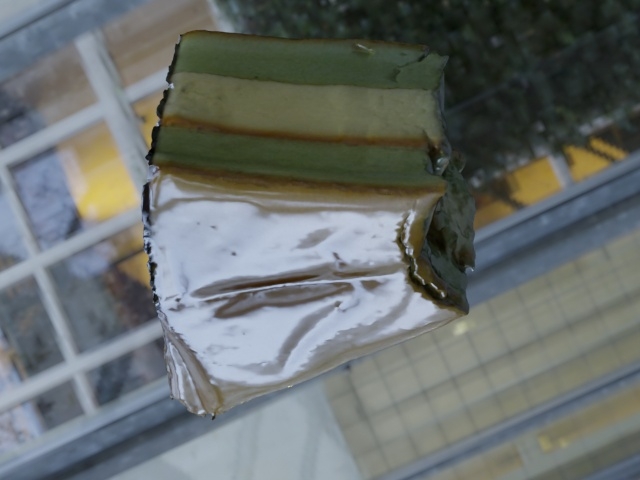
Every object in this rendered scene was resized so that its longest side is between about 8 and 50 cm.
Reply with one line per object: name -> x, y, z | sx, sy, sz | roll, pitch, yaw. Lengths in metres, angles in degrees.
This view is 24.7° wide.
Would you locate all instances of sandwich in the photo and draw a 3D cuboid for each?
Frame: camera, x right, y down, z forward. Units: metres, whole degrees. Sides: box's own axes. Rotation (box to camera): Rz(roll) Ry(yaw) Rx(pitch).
sandwich -> 0.000, 0.000, 0.945 | 0.227, 0.198, 0.155 | 90, -175, -46
